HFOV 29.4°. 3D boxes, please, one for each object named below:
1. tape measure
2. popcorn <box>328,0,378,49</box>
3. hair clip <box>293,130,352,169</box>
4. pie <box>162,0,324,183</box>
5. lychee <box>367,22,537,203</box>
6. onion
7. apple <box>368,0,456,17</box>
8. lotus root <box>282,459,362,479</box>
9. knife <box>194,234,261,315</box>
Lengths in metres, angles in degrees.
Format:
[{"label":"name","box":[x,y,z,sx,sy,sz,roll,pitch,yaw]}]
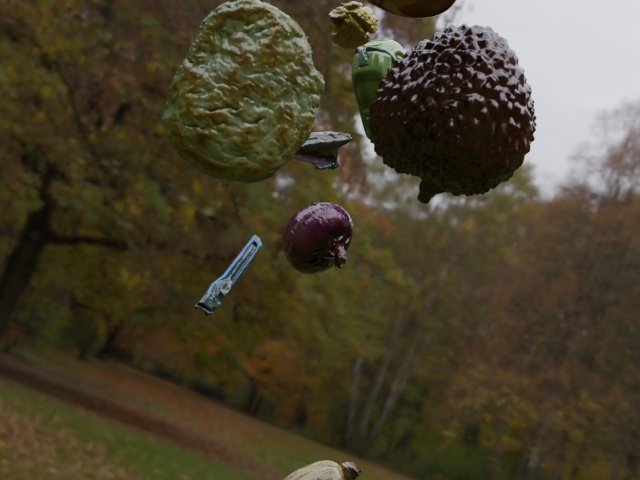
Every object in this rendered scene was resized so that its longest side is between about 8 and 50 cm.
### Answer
[{"label":"tape measure","box":[0.126,-0.327,2.525,0.106,0.175,0.200,-5,-62,29]},{"label":"popcorn","box":[0.045,-0.361,2.026,0.084,0.084,0.084,21,-8,3]},{"label":"hair clip","box":[-0.085,-0.198,2.392,0.359,0.110,0.095,0,8,-42]},{"label":"pie","box":[-0.099,-0.198,1.675,0.201,0.248,0.090,26,-2,-2]},{"label":"lychee","box":[0.219,-0.199,1.967,0.276,0.304,0.276,14,20,-5]},{"label":"onion","box":[0.000,0.000,1.766,0.104,0.115,0.115,45,3,26]},{"label":"apple","box":[0.148,-0.459,1.835,0.253,0.253,0.253,21,-8,3]},{"label":"lotus root","box":[-0.012,0.348,1.702,0.062,0.150,0.073,64,0,-27]},{"label":"knife","box":[-0.192,0.071,2.615,0.026,0.296,0.044,-26,-71,36]}]
